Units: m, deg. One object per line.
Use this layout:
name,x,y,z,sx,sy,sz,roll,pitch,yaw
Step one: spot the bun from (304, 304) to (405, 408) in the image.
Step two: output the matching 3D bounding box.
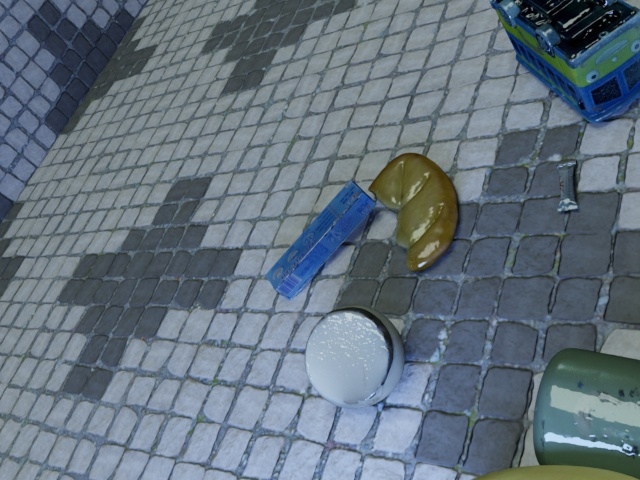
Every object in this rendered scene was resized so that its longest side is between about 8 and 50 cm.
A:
bun,0.062,0.196,1.169,0.172,0.120,0.173,-5,76,23

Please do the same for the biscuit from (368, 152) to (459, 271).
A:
biscuit,0.193,-0.073,1.359,0.154,0.045,0.299,-34,41,11

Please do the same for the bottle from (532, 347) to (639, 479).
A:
bottle,0.434,0.235,0.795,0.346,0.168,0.169,7,60,38

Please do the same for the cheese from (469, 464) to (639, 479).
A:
cheese,0.257,0.388,0.792,0.315,0.128,0.260,-6,73,41

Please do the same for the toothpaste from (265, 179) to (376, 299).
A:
toothpaste,0.000,0.000,1.426,0.272,0.053,0.066,-48,36,6

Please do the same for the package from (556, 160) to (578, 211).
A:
package,0.429,-0.095,1.201,0.037,0.015,0.110,-13,47,33

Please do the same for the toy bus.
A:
toy bus,0.466,-0.382,1.287,0.152,0.190,0.312,-35,40,9
